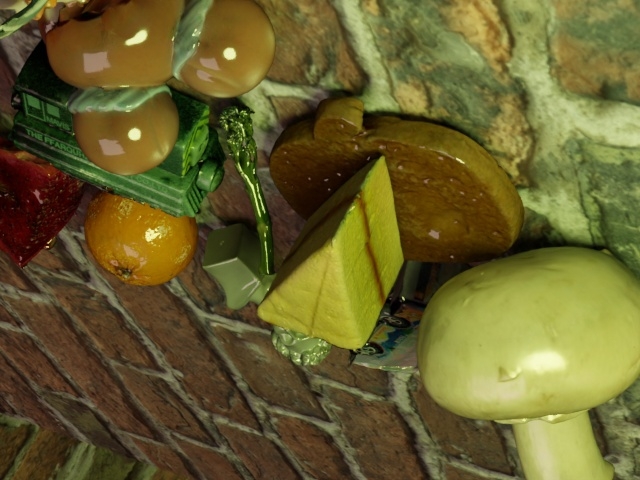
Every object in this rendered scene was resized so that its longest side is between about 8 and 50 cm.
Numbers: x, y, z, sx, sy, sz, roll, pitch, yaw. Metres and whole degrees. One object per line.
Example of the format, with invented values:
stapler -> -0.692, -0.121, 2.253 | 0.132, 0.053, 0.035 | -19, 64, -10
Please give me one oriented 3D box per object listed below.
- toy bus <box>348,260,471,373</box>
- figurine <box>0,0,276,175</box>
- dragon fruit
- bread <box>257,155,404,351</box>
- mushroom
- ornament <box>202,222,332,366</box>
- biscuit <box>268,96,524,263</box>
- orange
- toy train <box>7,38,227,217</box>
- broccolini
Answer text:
toy bus -> 0.136, 0.116, 1.992 | 0.138, 0.112, 0.317 | 18, 156, -5
figurine -> -0.253, -0.271, 1.464 | 0.248, 0.277, 0.388 | 61, -168, 29
dragon fruit -> -0.495, -0.114, 2.148 | 0.211, 0.134, 0.262 | 39, 139, 2
bread -> 0.001, -0.002, 1.693 | 0.163, 0.167, 0.264 | 17, 148, 21
mushroom -> 0.291, 0.178, 1.665 | 0.314, 0.314, 0.336 | -6, 107, 49
ornament -> -0.083, 0.084, 2.128 | 0.120, 0.130, 0.285 | -24, 118, 39
biscuit -> 0.088, -0.082, 1.710 | 0.367, 0.063, 0.314 | 4, 144, 40
orange -> -0.290, -0.012, 2.084 | 0.193, 0.161, 0.193 | 25, 153, 14
toy train -> -0.289, -0.164, 1.832 | 0.330, 0.138, 0.178 | 23, 150, 7
broccolini -> -0.095, -0.068, 1.775 | 0.054, 0.239, 0.051 | -11, -171, 4
